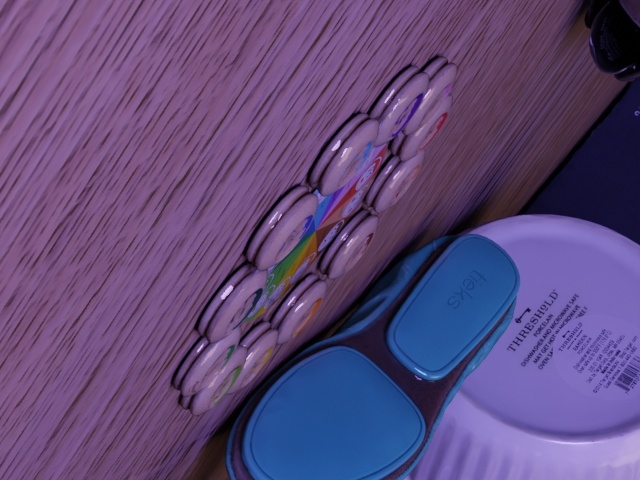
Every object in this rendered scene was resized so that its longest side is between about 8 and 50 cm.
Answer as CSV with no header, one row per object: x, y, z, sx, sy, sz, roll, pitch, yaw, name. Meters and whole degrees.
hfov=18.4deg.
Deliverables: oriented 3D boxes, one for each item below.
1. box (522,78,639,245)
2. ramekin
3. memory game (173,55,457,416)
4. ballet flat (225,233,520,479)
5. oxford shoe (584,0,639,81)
0.273,0.109,1.478,0.312,0.343,0.179,-48,167,-22,box
0.133,0.080,1.182,0.207,0.207,0.109,-46,159,-33,ramekin
0.000,0.000,0.833,0.186,0.012,0.186,-50,169,-13,memory game
0.023,0.084,1.035,0.247,0.083,0.087,-42,173,-45,ballet flat
0.183,-0.129,1.074,0.096,0.083,0.227,-34,171,6,oxford shoe
